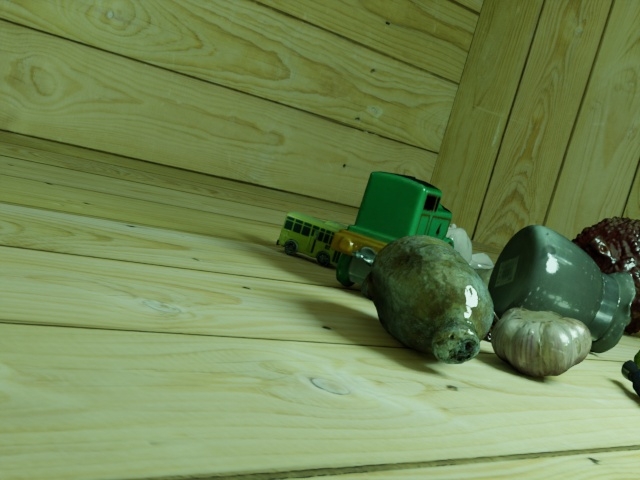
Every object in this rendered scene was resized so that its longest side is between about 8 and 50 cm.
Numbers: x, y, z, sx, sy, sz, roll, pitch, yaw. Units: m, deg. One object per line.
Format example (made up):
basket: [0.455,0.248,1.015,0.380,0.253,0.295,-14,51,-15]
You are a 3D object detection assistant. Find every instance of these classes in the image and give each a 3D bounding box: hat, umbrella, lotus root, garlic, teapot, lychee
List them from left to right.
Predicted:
lotus root: [0.171,0.087,1.392,0.175,0.175,0.349,14,9,-18]
hat: [0.378,0.110,2.250,0.147,0.085,0.175,-3,-6,-39]
garlic: [0.351,0.167,1.450,0.159,0.102,0.147,6,13,37]
teapot: [0.493,0.140,1.870,0.285,0.305,0.223,22,41,-10]
lychee: [0.780,0.091,2.338,0.330,0.306,0.306,41,-11,-38]
umbrella: [0.544,0.244,1.476,0.071,0.071,0.248,15,2,-6]

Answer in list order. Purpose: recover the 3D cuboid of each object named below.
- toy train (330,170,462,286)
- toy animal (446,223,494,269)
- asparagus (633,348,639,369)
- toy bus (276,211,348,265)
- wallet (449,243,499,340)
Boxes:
toy train: [0.170,-0.007,1.841,0.178,0.249,0.429,18,7,24]
toy animal: [0.309,0.022,2.454,0.208,0.154,0.325,-8,-35,46]
asparagus: [0.689,0.231,1.670,0.067,0.060,0.278,3,-3,-18]
toy bus: [0.000,0.000,2.048,0.175,0.101,0.088,20,7,19]
wallet: [0.281,0.096,1.702,0.195,0.042,0.161,56,10,0]
